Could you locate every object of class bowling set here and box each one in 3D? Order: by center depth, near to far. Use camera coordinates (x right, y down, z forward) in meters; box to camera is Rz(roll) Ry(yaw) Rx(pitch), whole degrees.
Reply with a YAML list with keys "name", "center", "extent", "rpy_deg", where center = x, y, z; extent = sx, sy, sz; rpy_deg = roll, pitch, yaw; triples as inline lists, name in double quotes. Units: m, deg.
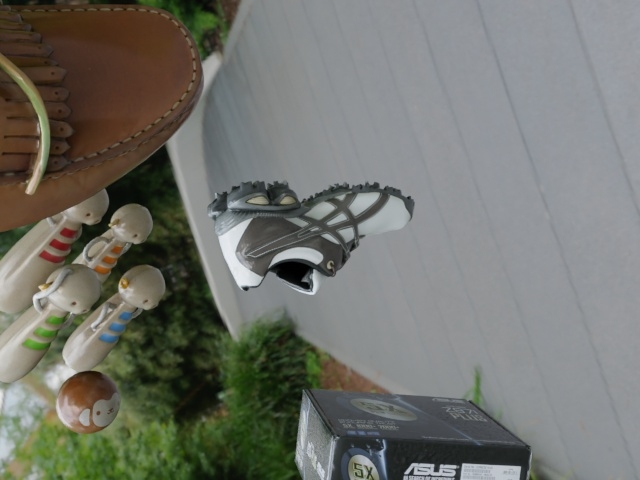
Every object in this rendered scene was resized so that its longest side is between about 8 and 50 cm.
- name: "bowling set"
  center: [-0.206, 0.051, 0.721]
  extent: [0.200, 0.154, 0.287]
  rpy_deg: [47, -164, 13]

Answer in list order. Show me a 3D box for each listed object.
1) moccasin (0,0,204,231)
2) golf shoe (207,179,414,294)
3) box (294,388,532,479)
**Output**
- name: "moccasin"
  center: [-0.230, -0.079, 0.412]
  extent: [0.147, 0.380, 0.139]
  rpy_deg: [-43, 62, 52]
- name: "golf shoe"
  center: [0.000, 0.000, 0.688]
  extent: [0.077, 0.198, 0.094]
  rpy_deg: [-27, 71, 56]
- name: "box"
  center: [0.078, 0.197, 0.745]
  extent: [0.147, 0.180, 0.078]
  rpy_deg: [-154, 70, -79]
